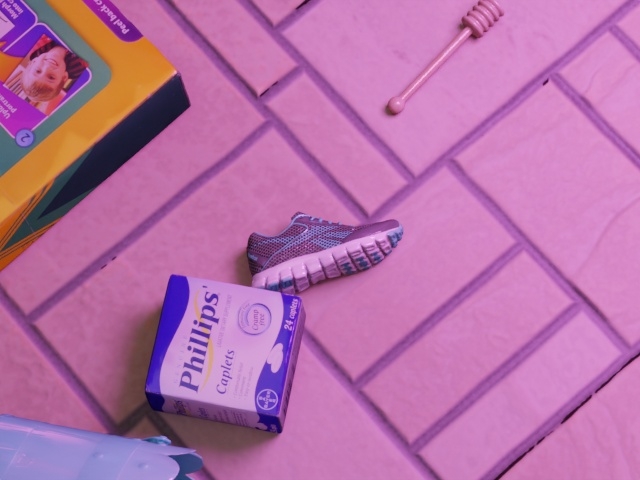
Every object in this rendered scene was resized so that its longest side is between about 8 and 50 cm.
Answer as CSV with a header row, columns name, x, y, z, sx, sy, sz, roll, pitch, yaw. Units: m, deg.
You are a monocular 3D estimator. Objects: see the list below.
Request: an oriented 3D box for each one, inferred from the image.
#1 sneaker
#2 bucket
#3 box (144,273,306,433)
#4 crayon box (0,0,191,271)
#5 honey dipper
name,x,y,z,sx,sy,sz,roll,pitch,yaw
sneaker,0.000,0.000,1.937,0.166,0.065,0.076,-18,69,-5
bucket,-0.232,0.293,1.702,0.183,0.281,0.281,17,74,9
box,-0.093,0.112,1.899,0.137,0.072,0.126,9,73,6
crayon box,-0.372,-0.176,1.986,0.313,0.106,0.363,-42,75,-9
honey dipper,0.128,-0.192,2.007,0.030,0.030,0.160,42,80,14
